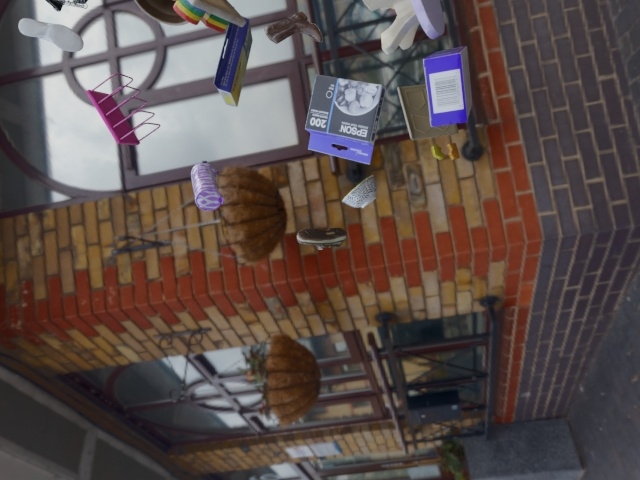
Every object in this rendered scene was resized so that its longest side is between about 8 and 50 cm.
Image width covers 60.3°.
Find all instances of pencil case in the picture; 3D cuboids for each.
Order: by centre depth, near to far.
[{"bbox_3d":[-0.370,-0.176,1.787,0.206,0.088,0.086,-112,36,-52],"label":"pencil case"}]

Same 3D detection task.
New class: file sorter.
[{"bbox_3d":[-0.950,-0.641,2.697,0.290,0.182,0.202,59,-168,-2],"label":"file sorter"}]

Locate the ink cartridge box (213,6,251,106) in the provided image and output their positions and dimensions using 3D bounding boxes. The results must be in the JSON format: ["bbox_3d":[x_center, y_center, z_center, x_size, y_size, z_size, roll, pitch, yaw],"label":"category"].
[{"bbox_3d":[-0.340,-0.720,2.200,0.307,0.072,0.303,-168,92,-85],"label":"ink cartridge box"}]

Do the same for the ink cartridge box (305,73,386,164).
[{"bbox_3d":[0.060,-0.328,1.484,0.045,0.206,0.208,-12,-64,-59],"label":"ink cartridge box"}]

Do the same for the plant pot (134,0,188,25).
[{"bbox_3d":[-0.568,-1.004,2.118,0.263,0.263,0.229,68,-152,-56],"label":"plant pot"}]

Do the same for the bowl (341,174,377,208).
[{"bbox_3d":[0.176,-0.184,2.250,0.080,0.170,0.170,51,-173,4],"label":"bowl"}]

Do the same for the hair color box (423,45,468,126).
[{"bbox_3d":[0.377,-0.456,1.605,0.339,0.110,0.185,-49,-48,-62],"label":"hair color box"}]

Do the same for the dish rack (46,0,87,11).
[{"bbox_3d":[-0.779,-0.843,1.779,0.074,0.271,0.208,22,-91,-59],"label":"dish rack"}]

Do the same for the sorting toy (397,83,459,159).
[{"bbox_3d":[0.418,-0.445,2.091,0.041,0.229,0.307,151,107,-66],"label":"sorting toy"}]

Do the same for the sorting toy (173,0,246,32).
[{"bbox_3d":[-0.407,-0.774,1.754,0.257,0.089,0.255,50,-156,15],"label":"sorting toy"}]

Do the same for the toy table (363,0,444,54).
[{"bbox_3d":[0.244,-0.670,1.595,0.252,0.161,0.274,42,-138,-36],"label":"toy table"}]

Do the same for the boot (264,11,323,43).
[{"bbox_3d":[-0.065,-0.484,1.296,0.106,0.114,0.037,50,157,21],"label":"boot"}]

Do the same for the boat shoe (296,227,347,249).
[{"bbox_3d":[0.004,0.005,2.519,0.095,0.257,0.095,54,136,44],"label":"boat shoe"}]

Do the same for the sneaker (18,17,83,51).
[{"bbox_3d":[-0.932,-0.725,1.934,0.094,0.212,0.080,-109,39,-72],"label":"sneaker"}]
